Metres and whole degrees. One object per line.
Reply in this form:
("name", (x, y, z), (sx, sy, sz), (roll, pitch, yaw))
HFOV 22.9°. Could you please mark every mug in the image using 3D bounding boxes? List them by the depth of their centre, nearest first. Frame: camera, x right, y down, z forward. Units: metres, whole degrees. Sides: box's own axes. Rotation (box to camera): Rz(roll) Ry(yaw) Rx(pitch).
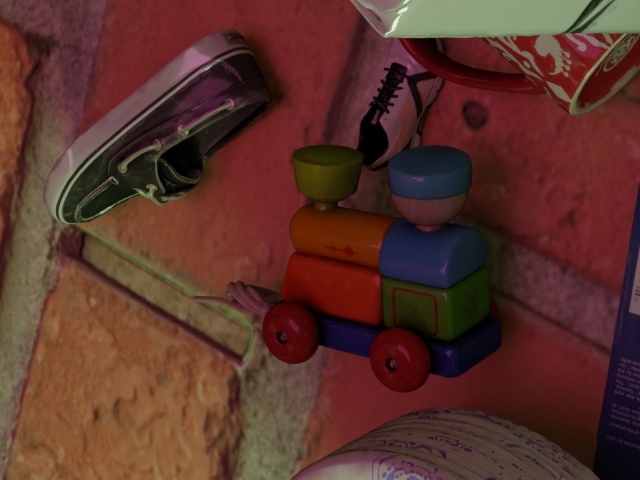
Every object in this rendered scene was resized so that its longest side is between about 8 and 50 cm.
("mug", (0.125, -0.157, 0.969), (0.169, 0.113, 0.150), (46, 161, 18))

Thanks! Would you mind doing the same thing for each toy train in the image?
("toy train", (0.000, 0.000, 1.052), (0.248, 0.105, 0.143), (12, 114, 35))

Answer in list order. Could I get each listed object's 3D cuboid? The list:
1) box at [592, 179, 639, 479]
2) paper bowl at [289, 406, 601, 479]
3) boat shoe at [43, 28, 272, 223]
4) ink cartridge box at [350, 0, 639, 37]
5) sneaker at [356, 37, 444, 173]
("box", (0.241, 0.064, 0.939), (0.136, 0.036, 0.225), (17, 105, 34))
("paper bowl", (0.103, 0.240, 0.979), (0.284, 0.148, 0.284), (19, 119, 38))
("boat shoe", (-0.123, -0.065, 1.166), (0.219, 0.078, 0.070), (-39, 72, 32))
("ink cartridge box", (0.168, -0.249, 0.726), (0.166, 0.395, 0.285), (51, 122, 19))
("sneaker", (0.052, -0.095, 1.054), (0.040, 0.043, 0.109), (21, 107, 35))
